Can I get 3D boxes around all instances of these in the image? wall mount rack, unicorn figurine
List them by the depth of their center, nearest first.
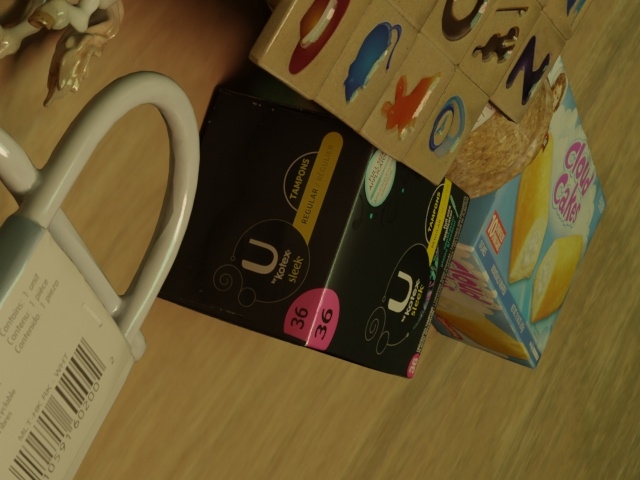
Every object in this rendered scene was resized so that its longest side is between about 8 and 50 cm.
[{"bbox_3d":[-0.183,0.051,0.527,0.350,0.130,0.304,-63,157,-22],"label":"wall mount rack"},{"bbox_3d":[-0.101,-0.145,0.655,0.111,0.060,0.162,-46,160,-45],"label":"unicorn figurine"}]

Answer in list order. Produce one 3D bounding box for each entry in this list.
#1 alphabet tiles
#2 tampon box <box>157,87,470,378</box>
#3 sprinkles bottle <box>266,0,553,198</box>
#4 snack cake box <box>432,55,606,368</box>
[{"bbox_3d":[0.087,-0.176,0.756,0.285,0.011,0.342,-60,154,2],"label":"alphabet tiles"},{"bbox_3d":[0.000,0.000,0.887,0.161,0.101,0.120,24,83,-65],"label":"tampon box"},{"bbox_3d":[0.035,-0.137,0.855,0.121,0.121,0.355,-68,155,-12],"label":"sprinkles bottle"},{"bbox_3d":[0.125,-0.025,1.134,0.152,0.089,0.264,-64,156,-13],"label":"snack cake box"}]
